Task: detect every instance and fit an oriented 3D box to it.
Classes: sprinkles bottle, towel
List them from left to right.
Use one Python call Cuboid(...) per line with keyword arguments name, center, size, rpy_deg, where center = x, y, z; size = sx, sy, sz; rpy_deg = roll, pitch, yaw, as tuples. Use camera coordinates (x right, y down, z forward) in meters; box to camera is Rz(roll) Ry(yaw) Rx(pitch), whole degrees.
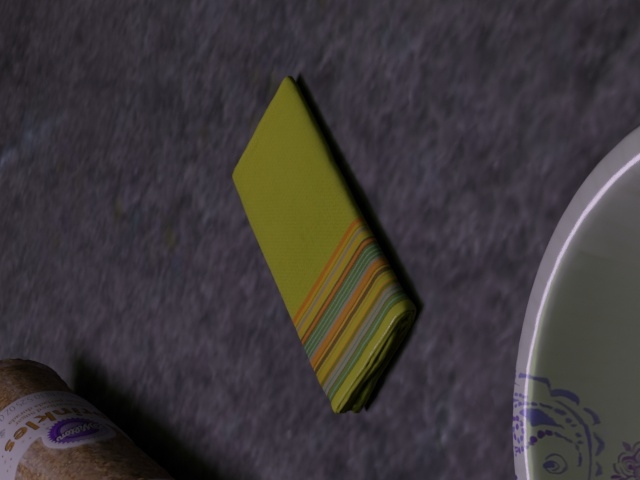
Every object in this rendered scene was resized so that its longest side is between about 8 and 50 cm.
Cuboid(name="sprinkles bottle", center=(-0.190, 0.201, 1.573), size=(0.355, 0.121, 0.121), rpy_deg=(27, 112, 58))
Cuboid(name="towel", center=(0.000, 0.000, 1.360), size=(0.102, 0.021, 0.237), rpy_deg=(-58, 40, 33))

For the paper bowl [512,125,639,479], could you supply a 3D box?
Cuboid(name="paper bowl", center=(0.219, 0.080, 0.844), size=(0.284, 0.148, 0.284), rpy_deg=(-6, 83, 61))
